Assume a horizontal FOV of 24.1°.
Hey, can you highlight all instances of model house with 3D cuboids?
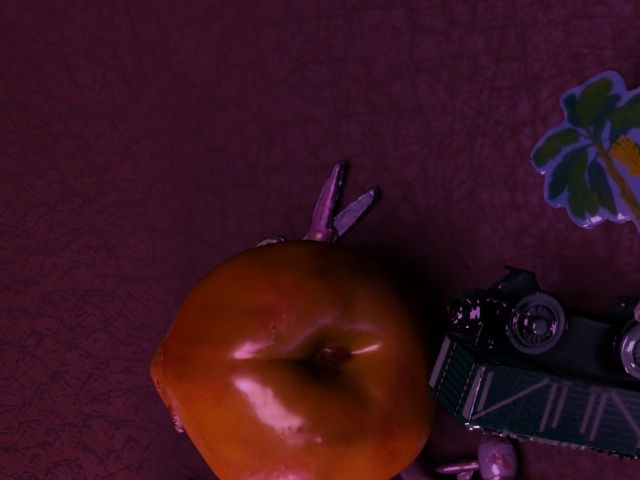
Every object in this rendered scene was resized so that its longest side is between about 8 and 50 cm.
[{"bbox_3d":[0.384,-0.113,1.378,0.357,0.242,0.313,-38,60,24],"label":"model house"}]

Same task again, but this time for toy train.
[{"bbox_3d":[0.238,0.122,1.459,0.115,0.269,0.154,33,108,66],"label":"toy train"}]

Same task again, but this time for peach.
[{"bbox_3d":[-0.018,0.137,1.571,0.289,0.289,0.308,70,162,3],"label":"peach"}]

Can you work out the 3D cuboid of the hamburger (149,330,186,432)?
[{"bbox_3d":[-0.153,0.136,1.773,0.102,0.087,0.176,41,117,17],"label":"hamburger"}]

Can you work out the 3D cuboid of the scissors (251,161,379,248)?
[{"bbox_3d":[0.000,0.000,1.703,0.133,0.020,0.187,38,115,15],"label":"scissors"}]

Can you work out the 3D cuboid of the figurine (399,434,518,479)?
[{"bbox_3d":[0.152,0.294,1.631,0.260,0.103,0.205,39,78,21],"label":"figurine"}]
